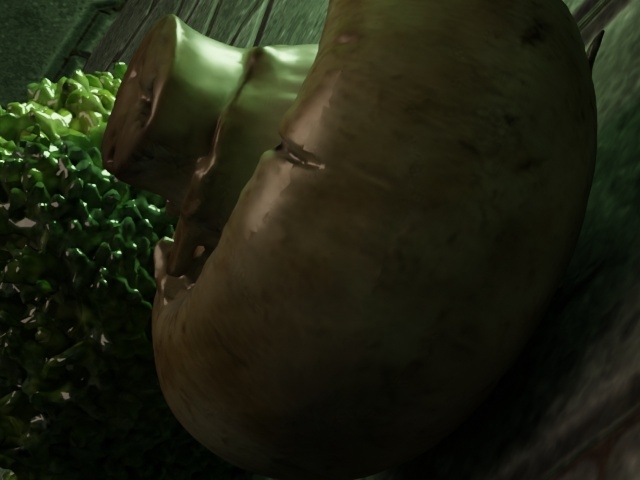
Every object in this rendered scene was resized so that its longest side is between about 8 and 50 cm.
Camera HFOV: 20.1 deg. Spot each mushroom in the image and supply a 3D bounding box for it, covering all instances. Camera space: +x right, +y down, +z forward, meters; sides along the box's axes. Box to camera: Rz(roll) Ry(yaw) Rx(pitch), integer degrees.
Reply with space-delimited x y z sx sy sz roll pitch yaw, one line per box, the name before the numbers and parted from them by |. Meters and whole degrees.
mushroom | 0.000 0.000 0.771 0.254 0.195 0.189 -54 19 39

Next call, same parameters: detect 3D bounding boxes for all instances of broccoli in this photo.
broccoli | -0.135 0.024 1.048 0.249 0.302 0.375 -37 -21 -12
